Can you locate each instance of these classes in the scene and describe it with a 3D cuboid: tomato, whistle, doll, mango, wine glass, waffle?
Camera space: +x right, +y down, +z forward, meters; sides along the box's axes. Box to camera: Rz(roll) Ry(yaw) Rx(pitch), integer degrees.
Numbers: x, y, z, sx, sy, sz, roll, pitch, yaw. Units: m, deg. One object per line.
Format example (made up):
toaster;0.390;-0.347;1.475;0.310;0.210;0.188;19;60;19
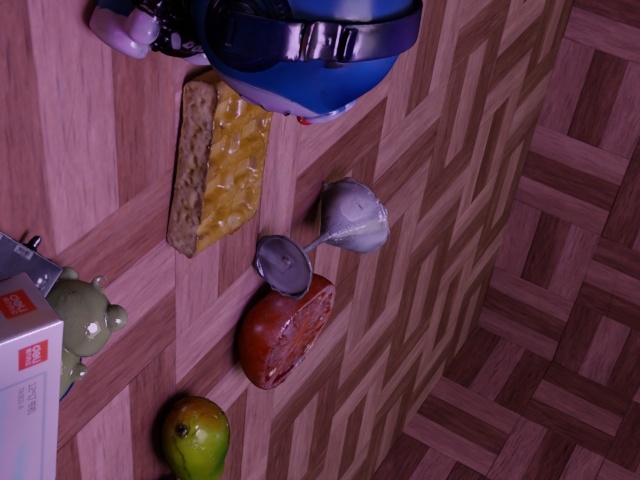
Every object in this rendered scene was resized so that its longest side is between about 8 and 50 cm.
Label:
tomato;-0.072;0.152;1.709;0.237;0.095;0.237;-50;162;-23
whistle;-0.310;0.134;1.072;0.227;0.105;0.085;-55;168;-2
doll;-0.049;-0.247;0.968;0.284;0.310;0.240;-36;144;-54
mango;-0.203;0.334;1.577;0.125;0.111;0.233;-50;154;-21
wine glass;0.000;0.000;1.651;0.232;0.156;0.156;-35;145;-46
waffle;-0.130;-0.119;1.291;0.168;0.057;0.274;-41;150;-50

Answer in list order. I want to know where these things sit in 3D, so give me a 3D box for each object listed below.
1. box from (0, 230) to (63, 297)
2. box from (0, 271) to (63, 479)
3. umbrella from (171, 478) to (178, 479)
box;-0.367;0.058;0.918;0.211;0.045;0.270;-59;160;-11
box;-0.332;0.165;0.926;0.135;0.079;0.269;-21;142;-35
umbrella;-0.276;0.458;1.538;0.357;0.113;0.106;-1;93;-69
